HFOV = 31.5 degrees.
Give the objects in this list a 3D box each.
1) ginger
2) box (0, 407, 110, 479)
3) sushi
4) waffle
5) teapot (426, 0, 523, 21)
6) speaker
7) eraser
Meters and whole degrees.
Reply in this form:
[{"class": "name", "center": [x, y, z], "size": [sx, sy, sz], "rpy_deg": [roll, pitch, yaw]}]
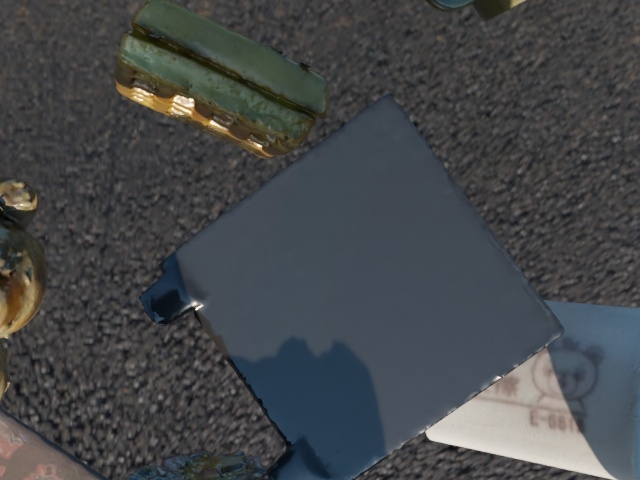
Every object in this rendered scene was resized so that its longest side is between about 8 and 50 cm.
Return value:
[{"class": "ginger", "center": [-0.416, 0.101, 1.295], "size": [0.176, 0.256, 0.375], "rpy_deg": [27, 91, -21]}, {"class": "box", "center": [-0.227, 0.198, 0.668], "size": [0.153, 0.252, 0.188], "rpy_deg": [-3, 58, 36]}, {"class": "sushi", "center": [-0.185, 0.413, 1.649], "size": [0.237, 0.270, 0.170], "rpy_deg": [3, 102, 27]}, {"class": "waffle", "center": [-0.118, -0.174, 1.266], "size": [0.224, 0.328, 0.098], "rpy_deg": [23, 90, -10]}, {"class": "teapot", "center": [0.215, -0.359, 1.288], "size": [0.268, 0.185, 0.175], "rpy_deg": [-30, 93, -11]}, {"class": "speaker", "center": [0.027, 0.049, 0.925], "size": [0.254, 0.184, 0.232], "rpy_deg": [-37, 88, 6]}, {"class": "eraser", "center": [0.244, 0.151, 1.212], "size": [0.095, 0.270, 0.174], "rpy_deg": [20, 79, -42]}]
